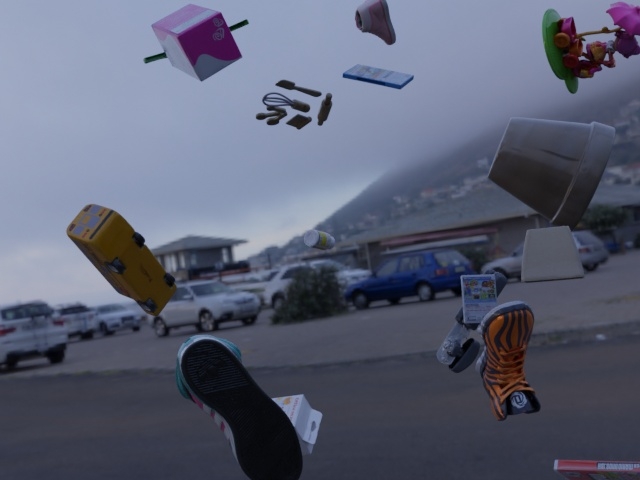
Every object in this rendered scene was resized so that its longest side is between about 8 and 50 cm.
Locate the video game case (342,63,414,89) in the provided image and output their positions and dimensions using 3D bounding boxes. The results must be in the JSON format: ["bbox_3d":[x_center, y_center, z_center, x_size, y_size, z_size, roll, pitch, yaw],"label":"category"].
[{"bbox_3d":[0.158,-0.446,2.020,0.166,0.015,0.119,16,31,18],"label":"video game case"}]

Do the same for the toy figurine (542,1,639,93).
[{"bbox_3d":[0.498,-0.348,1.309,0.159,0.130,0.173,-8,-46,37],"label":"toy figurine"}]

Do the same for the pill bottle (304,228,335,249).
[{"bbox_3d":[0.000,0.000,2.667,0.065,0.065,0.116,-9,-15,36],"label":"pill bottle"}]

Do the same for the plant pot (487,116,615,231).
[{"bbox_3d":[0.645,-0.218,2.136,0.280,0.323,0.323,21,2,9],"label":"plant pot"}]

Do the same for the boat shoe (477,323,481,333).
[{"bbox_3d":[0.417,0.181,1.740,0.142,0.040,0.049,-17,-22,-29],"label":"boat shoe"}]

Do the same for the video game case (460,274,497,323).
[{"bbox_3d":[0.402,0.148,1.877,0.087,0.122,0.011,-1,-11,-3],"label":"video game case"}]

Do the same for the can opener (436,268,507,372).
[{"bbox_3d":[0.408,0.215,1.958,0.095,0.283,0.076,34,-1,-23],"label":"can opener"}]

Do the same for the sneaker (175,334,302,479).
[{"bbox_3d":[-0.146,0.272,1.236,0.124,0.295,0.178,-33,14,-12],"label":"sneaker"}]

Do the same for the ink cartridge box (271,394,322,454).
[{"bbox_3d":[-0.074,0.389,1.555,0.143,0.090,0.092,-13,33,22],"label":"ink cartridge box"}]

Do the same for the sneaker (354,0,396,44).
[{"bbox_3d":[0.105,-0.429,1.478,0.070,0.051,0.134,-29,-28,1],"label":"sneaker"}]

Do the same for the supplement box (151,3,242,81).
[{"bbox_3d":[-0.277,-0.441,1.645,0.114,0.111,0.220,-33,32,-11],"label":"supplement box"}]

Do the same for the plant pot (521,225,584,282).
[{"bbox_3d":[0.427,0.026,1.375,0.109,0.096,0.109,-6,-7,19],"label":"plant pot"}]

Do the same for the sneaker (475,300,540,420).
[{"bbox_3d":[0.428,0.279,1.625,0.125,0.180,0.321,-12,-41,-2],"label":"sneaker"}]

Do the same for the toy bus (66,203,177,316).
[{"bbox_3d":[-0.496,0.057,1.891,0.130,0.108,0.332,15,-30,29],"label":"toy bus"}]

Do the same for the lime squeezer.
[{"bbox_3d":[-0.341,-0.524,1.965,0.310,0.059,0.110,-28,-3,-24],"label":"lime squeezer"}]

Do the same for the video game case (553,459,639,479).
[{"bbox_3d":[0.617,0.464,1.396,0.285,0.025,0.204,-15,-44,43],"label":"video game case"}]

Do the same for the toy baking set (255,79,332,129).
[{"bbox_3d":[-0.064,-0.344,1.940,0.197,0.030,0.256,-4,-17,-15],"label":"toy baking set"}]
